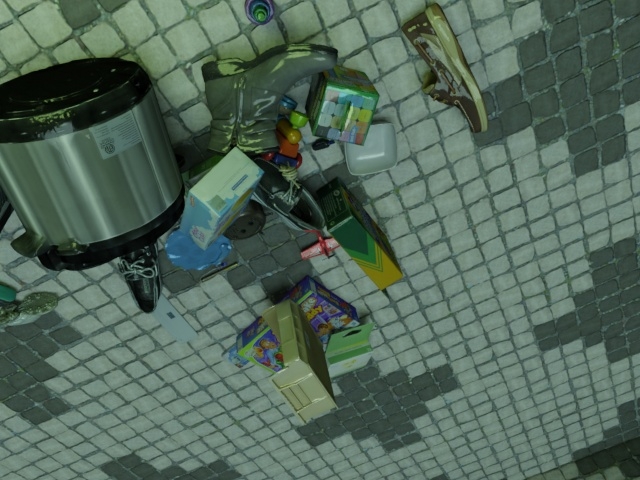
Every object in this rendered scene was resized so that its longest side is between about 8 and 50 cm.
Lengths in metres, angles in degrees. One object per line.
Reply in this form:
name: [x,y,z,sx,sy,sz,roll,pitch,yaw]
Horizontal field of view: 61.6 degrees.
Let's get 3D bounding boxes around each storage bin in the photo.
storage bin: [-0.069,0.355,1.601,0.123,0.262,0.260,-24,126,6]

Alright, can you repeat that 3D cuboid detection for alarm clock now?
alarm clock: [-0.229,-0.057,1.461,0.192,0.064,0.129,18,132,-44]

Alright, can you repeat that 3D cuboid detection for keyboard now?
keyboard: [-0.482,0.240,1.699,0.072,0.014,0.256,-27,126,3]

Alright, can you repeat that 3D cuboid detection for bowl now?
bowl: [0.131,-0.251,1.427,0.142,0.053,0.142,-12,127,-3]

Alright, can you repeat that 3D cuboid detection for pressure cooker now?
pressure cooker: [-0.503,-0.147,1.187,0.369,0.376,0.421,-13,126,-4]

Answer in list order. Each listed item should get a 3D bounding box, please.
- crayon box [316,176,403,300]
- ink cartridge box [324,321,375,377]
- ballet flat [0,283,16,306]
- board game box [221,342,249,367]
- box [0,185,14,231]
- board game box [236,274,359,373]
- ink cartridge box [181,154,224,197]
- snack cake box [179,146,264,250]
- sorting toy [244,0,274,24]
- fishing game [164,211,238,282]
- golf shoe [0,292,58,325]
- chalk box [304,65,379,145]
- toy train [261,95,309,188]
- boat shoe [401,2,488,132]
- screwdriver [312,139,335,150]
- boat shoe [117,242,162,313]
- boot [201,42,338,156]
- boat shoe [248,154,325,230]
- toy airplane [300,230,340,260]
crayon box: [0.123,-0.003,1.513,0.083,0.203,0.323,-33,125,13]
ink cartridge box: [0.098,0.377,1.816,0.171,0.056,0.235,-13,146,-23]
ballet flat: [-0.957,0.128,1.494,0.074,0.074,0.203,-36,130,16]
board game box: [-0.276,0.391,1.839,0.090,0.020,0.090,-39,122,18]
box: [-0.780,-0.146,1.218,0.076,0.243,0.308,6,124,-14]
board game box: [-0.077,0.297,1.772,0.233,0.078,0.347,36,113,-30]
ink cartridge box: [-0.276,-0.156,1.415,0.209,0.062,0.109,-25,127,9]
snack cake box: [-0.237,-0.088,1.251,0.089,0.152,0.264,41,155,-3]
sorting toy: [-0.077,-0.610,1.082,0.126,0.126,0.366,13,122,-19]
fishing game: [-0.351,0.013,1.541,0.189,0.041,0.264,-28,134,11]
golf shoe: [-0.852,0.207,1.587,0.176,0.069,0.086,-15,154,-1]
chalk box: [0.051,-0.315,1.265,0.131,0.213,0.133,8,124,-16]
toy train: [-0.069,-0.243,1.279,0.105,0.248,0.144,11,117,-39]
boat shoe: [0.306,-0.398,1.319,0.123,0.123,0.342,-25,123,19]
screwdriver: [0.046,-0.257,1.374,0.169,0.025,0.024,-7,127,41]
boat shoe: [-0.512,0.072,1.506,0.113,0.105,0.307,-2,123,-10]
boot: [-0.108,-0.306,1.213,0.337,0.118,0.223,-5,92,23]
boat shoe: [-0.092,-0.130,1.396,0.119,0.121,0.335,8,160,38]
toy airplane: [0.000,0.000,1.600,0.151,0.028,0.151,-6,126,-8]
